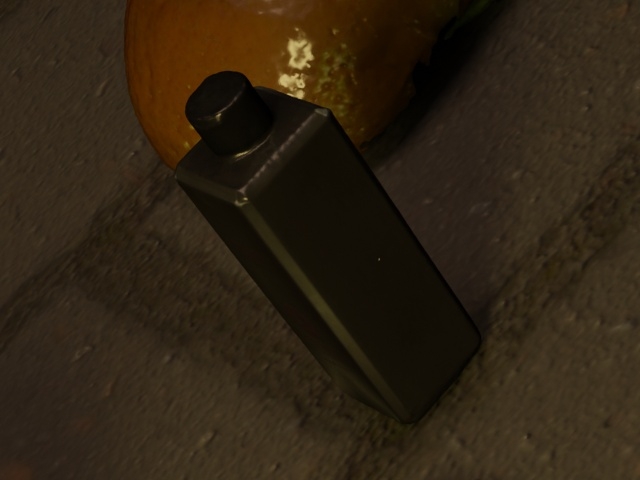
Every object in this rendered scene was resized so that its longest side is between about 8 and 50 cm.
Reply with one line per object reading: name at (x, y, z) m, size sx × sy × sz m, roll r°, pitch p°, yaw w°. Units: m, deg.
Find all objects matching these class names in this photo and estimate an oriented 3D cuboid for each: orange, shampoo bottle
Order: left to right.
orange at (-0.004, -0.196, 1.451) m, size 0.262 × 0.196 × 0.334 m, roll 26°, pitch 61°, yaw 36°
shampoo bottle at (0.000, 0.000, 1.151) m, size 0.079 × 0.246 × 0.080 m, roll -48°, pitch 38°, yaw -16°
